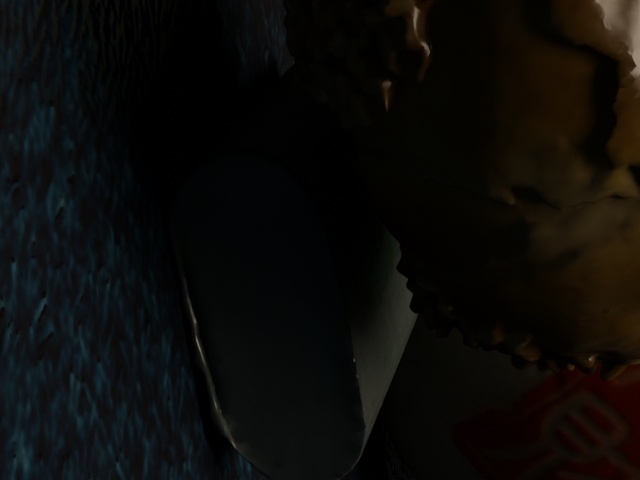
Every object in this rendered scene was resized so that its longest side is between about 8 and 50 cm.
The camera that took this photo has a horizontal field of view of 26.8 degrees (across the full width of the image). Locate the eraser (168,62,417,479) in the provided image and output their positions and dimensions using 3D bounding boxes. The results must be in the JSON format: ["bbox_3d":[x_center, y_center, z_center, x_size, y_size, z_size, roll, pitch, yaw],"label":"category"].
[{"bbox_3d":[0.000,0.000,0.711,0.227,0.081,0.174,-56,138,-65],"label":"eraser"}]

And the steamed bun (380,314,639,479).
[{"bbox_3d":[0.226,0.082,0.961,0.241,0.374,0.374,-116,-172,-50],"label":"steamed bun"}]

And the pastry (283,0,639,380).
[{"bbox_3d":[0.073,-0.079,0.597,0.311,0.162,0.255,58,11,-33],"label":"pastry"}]
